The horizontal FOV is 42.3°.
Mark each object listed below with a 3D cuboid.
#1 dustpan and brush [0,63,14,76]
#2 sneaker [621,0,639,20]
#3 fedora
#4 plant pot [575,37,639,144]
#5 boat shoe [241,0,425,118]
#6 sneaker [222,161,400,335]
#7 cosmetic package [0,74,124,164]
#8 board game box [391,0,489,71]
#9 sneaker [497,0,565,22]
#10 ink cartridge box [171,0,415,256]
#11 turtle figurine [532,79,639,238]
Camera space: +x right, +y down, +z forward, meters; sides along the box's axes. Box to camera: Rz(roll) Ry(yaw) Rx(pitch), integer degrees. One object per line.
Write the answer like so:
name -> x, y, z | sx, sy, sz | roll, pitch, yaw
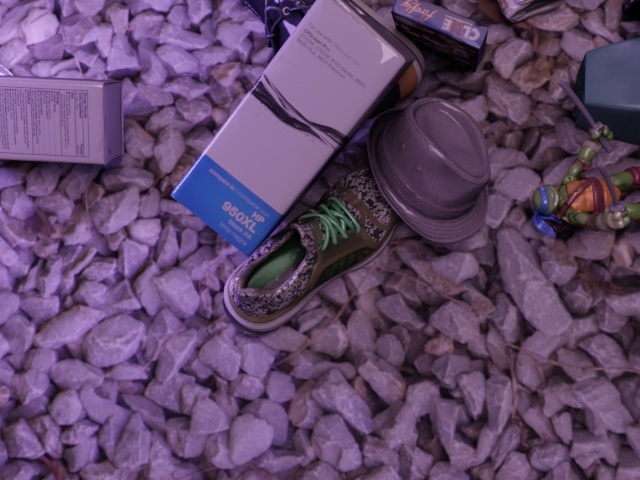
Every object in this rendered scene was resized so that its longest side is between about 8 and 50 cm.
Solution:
dustpan and brush -> -0.699, -0.328, 1.608 | 0.147, 0.060, 0.211 | -40, 78, -8
sneaker -> 0.682, -0.409, 1.553 | 0.135, 0.097, 0.276 | -43, 56, 0
fedora -> 0.213, -0.146, 1.462 | 0.244, 0.124, 0.275 | -16, 70, -32
plant pot -> 0.594, -0.271, 1.513 | 0.234, 0.165, 0.165 | 3, 76, 8
boat shoe -> -0.039, -0.409, 1.553 | 0.500, 0.187, 0.156 | 38, 74, 5
sneaker -> 0.000, 0.000, 1.442 | 0.410, 0.182, 0.158 | -44, 80, -11
cosmetic package -> -0.522, -0.226, 1.520 | 0.296, 0.129, 0.153 | 5, 103, 2
board game box -> 0.218, -0.374, 1.502 | 0.165, 0.243, 0.042 | 24, 96, 8
sneaker -> 0.334, -0.510, 1.605 | 0.293, 0.108, 0.169 | -3, 72, -1
ink cartridge box -> -0.032, -0.196, 1.360 | 0.166, 0.285, 0.395 | 39, 106, -2
turtle figurine -> 0.521, -0.106, 1.431 | 0.266, 0.198, 0.274 | 3, 117, -15
